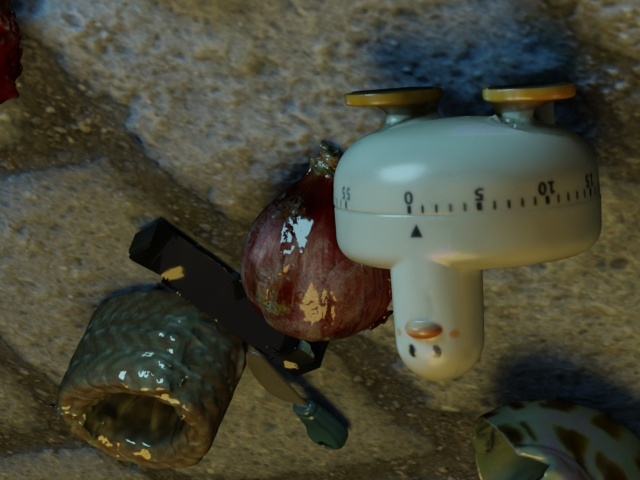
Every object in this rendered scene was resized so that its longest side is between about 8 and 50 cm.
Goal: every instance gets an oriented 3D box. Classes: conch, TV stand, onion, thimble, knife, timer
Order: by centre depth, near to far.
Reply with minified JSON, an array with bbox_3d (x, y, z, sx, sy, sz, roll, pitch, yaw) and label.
[{"bbox_3d":[0.125,-0.013,1.342,0.233,0.233,0.240,0,98,26],"label":"timer"},{"bbox_3d":[0.000,0.000,1.532,0.159,0.159,0.195,10,115,13],"label":"onion"},{"bbox_3d":[-0.101,0.067,1.750,0.256,0.040,0.049,38,142,-26],"label":"TV stand"},{"bbox_3d":[0.280,0.299,1.764,0.249,0.197,0.368,51,157,18],"label":"conch"},{"bbox_3d":[-0.196,0.169,1.849,0.229,0.148,0.196,-18,132,44],"label":"thimble"},{"bbox_3d":[-0.038,0.189,1.878,0.058,0.032,0.244,10,155,38],"label":"knife"}]

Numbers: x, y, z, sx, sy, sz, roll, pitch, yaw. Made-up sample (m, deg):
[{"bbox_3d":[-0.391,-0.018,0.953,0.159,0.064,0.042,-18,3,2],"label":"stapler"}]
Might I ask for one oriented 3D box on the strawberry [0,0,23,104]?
[{"bbox_3d":[-0.356,-0.193,1.404,0.184,0.187,0.201,26,124,32],"label":"strawberry"}]
